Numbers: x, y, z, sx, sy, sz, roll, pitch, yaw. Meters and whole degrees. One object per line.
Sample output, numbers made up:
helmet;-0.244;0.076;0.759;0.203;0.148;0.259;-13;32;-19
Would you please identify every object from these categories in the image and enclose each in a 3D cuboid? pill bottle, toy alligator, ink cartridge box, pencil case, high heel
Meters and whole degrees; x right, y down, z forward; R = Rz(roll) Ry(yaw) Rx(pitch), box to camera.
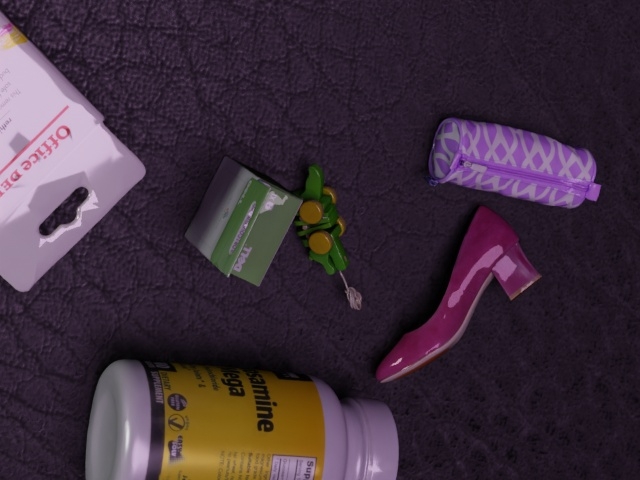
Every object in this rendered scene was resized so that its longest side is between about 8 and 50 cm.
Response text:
pill bottle;-0.089;0.241;1.864;0.334;0.188;0.188;7;100;-21
toy alligator;0.000;0.000;1.915;0.051;0.056;0.189;-7;112;26
ink cartridge box;-0.377;-0.137;1.707;0.207;0.119;0.353;-45;112;-4
pencil case;0.231;-0.093;1.952;0.206;0.088;0.086;9;102;-22
high heel;0.145;0.068;1.981;0.244;0.082;0.117;-38;80;7
ink cartridge box;-0.081;-0.019;1.792;0.062;0.209;0.109;26;93;-21
